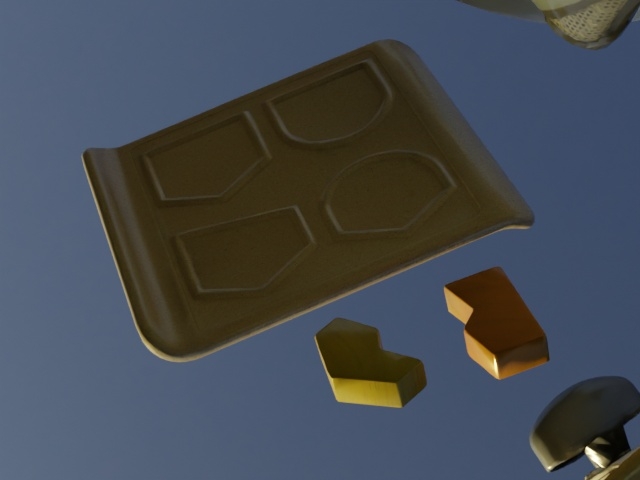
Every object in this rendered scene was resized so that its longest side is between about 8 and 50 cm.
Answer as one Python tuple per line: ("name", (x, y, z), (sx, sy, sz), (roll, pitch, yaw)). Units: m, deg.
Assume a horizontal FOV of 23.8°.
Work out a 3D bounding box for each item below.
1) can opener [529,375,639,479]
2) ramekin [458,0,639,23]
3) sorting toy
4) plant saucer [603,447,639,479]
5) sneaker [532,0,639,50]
("can opener", (0.272, 0.097, 1.083), (0.095, 0.283, 0.076), (53, -30, 14))
("ramekin", (0.118, -0.232, 0.779), (0.277, 0.277, 0.135), (1, -121, 38))
("sorting toy", (0.000, 0.000, 0.868), (0.229, 0.041, 0.307), (-20, -141, -6))
("plant saucer", (0.344, 0.174, 0.827), (0.333, 0.081, 0.333), (45, -75, 2))
("sneaker", (0.243, -0.191, 0.436), (0.483, 0.202, 0.185), (-15, -141, 26))
